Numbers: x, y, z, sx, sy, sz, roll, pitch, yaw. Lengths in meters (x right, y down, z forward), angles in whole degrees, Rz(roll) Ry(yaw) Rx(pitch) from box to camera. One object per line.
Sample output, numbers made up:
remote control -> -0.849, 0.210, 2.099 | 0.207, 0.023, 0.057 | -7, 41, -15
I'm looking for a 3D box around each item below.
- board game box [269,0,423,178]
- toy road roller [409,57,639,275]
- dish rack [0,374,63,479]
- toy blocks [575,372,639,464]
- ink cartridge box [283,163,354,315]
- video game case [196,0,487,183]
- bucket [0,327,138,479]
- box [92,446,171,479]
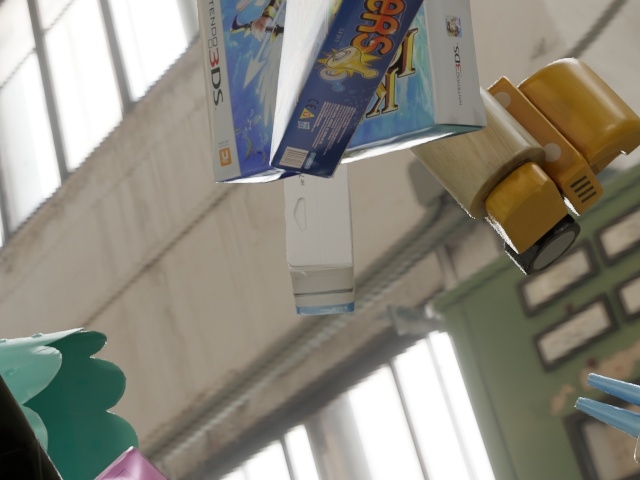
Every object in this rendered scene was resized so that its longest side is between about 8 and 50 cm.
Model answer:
board game box -> 0.020, -0.138, 0.613 | 0.035, 0.136, 0.201 | 11, -30, -11
toy road roller -> 0.263, -0.126, 1.624 | 0.240, 0.202, 0.329 | -43, -24, 6
dish rack -> -0.061, 0.185, 0.263 | 0.074, 0.271, 0.208 | -16, -39, -2
toy blocks -> 0.223, 0.088, 0.742 | 0.054, 0.148, 0.123 | -47, -33, -44
ink cartridge box -> 0.000, 0.000, 1.623 | 0.082, 0.140, 0.191 | -2, -19, 0
video game case -> 0.003, -0.185, 1.054 | 0.061, 0.244, 0.269 | -3, -5, -42
bucket -> -0.230, 0.197, 0.856 | 0.183, 0.281, 0.281 | -5, -26, 4
box -> -0.147, 0.237, 0.565 | 0.213, 0.117, 0.243 | -48, -2, 19
